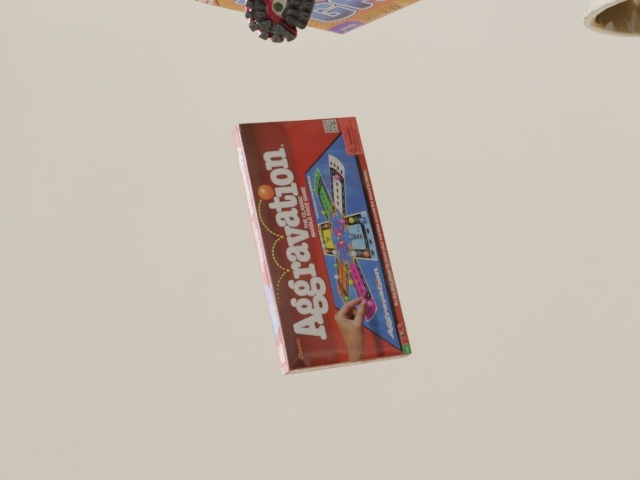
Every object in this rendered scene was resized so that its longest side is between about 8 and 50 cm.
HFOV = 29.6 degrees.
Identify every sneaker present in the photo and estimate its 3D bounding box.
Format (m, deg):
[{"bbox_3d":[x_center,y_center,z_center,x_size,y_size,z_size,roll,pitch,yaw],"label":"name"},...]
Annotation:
[{"bbox_3d":[-0.038,-0.425,1.645,0.121,0.299,0.112,17,-151,-10],"label":"sneaker"}]

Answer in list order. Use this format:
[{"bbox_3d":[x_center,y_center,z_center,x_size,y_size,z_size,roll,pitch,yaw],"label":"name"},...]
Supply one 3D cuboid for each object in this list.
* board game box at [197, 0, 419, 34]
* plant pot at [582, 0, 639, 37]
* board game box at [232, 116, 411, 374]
[{"bbox_3d":[0.008,-0.605,2.110,0.356,0.356,0.356,6,169,-37],"label":"board game box"},{"bbox_3d":[0.387,-0.360,1.060,0.334,0.305,0.334,-4,180,0],"label":"plant pot"},{"bbox_3d":[0.000,0.000,1.321,0.145,0.027,0.281,-6,-107,-21],"label":"board game box"}]
